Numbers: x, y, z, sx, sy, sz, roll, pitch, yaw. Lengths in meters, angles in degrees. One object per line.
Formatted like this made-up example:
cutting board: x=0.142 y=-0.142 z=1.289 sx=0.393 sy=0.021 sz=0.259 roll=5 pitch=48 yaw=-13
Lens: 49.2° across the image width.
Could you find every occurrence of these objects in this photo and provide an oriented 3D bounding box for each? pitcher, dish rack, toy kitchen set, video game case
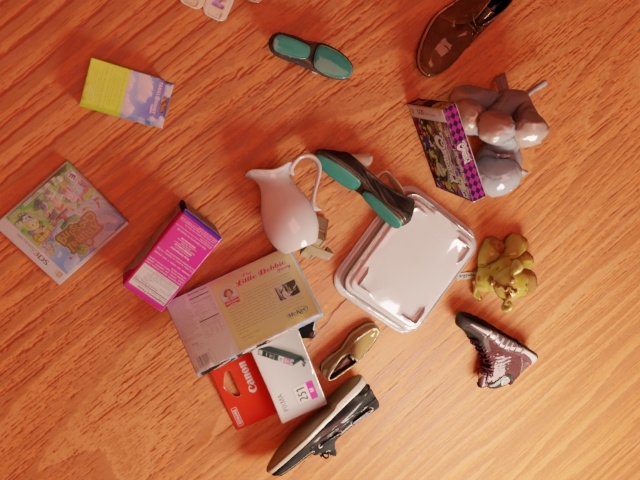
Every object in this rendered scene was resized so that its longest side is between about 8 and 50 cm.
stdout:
pitcher: x=-0.059 y=-0.088 z=1.617 sx=0.178 sy=0.125 sz=0.207 roll=-21 pitch=93 yaw=-2
dish rack: x=0.228 y=0.058 z=1.770 sx=0.286 sy=0.072 sz=0.332 roll=35 pitch=92 yaw=-19
toy kitchen set: x=0.000 y=0.000 z=1.714 sx=0.068 sy=0.075 sz=0.083 roll=22 pitch=137 yaw=-16
video game case: x=-0.572 y=-0.038 z=1.553 sx=0.212 sy=0.023 sz=0.193 roll=-42 pitch=110 yaw=-2
video game case: x=0.294 y=-0.217 z=1.644 sx=0.042 sy=0.210 sz=0.232 roll=-25 pitch=109 yaw=-7

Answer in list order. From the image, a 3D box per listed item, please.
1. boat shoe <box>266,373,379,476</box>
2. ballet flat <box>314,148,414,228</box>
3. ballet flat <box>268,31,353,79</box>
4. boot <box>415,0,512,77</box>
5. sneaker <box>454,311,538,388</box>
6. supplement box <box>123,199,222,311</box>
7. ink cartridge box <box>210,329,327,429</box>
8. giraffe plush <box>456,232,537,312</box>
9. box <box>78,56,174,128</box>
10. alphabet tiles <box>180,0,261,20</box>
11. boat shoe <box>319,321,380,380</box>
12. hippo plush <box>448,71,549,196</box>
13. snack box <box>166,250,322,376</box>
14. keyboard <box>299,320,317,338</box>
boat shoe: x=0.014 y=0.498 z=1.792 sx=0.340 sy=0.127 sz=0.113 roll=-44 pitch=99 yaw=-11
ballet flat: x=0.112 y=-0.144 z=1.673 sx=0.280 sy=0.095 sz=0.096 roll=40 pitch=69 yaw=-8
ballet flat: x=-0.024 y=-0.418 z=1.582 sx=0.203 sy=0.074 sz=0.074 roll=16 pitch=99 yaw=-19
boot: x=0.343 y=-0.511 z=1.635 sx=0.112 sy=0.115 sz=0.305 roll=39 pitch=92 yaw=-22
sneaker: x=0.444 y=0.314 z=1.874 sx=0.281 sy=0.106 sz=0.162 roll=30 pitch=97 yaw=-20
supplement box: x=-0.339 y=0.033 z=1.587 sx=0.114 sy=0.111 sz=0.220 roll=40 pitch=92 yaw=-21
ink cartridge box: x=-0.139 y=0.334 z=1.732 sx=0.239 sy=0.060 sz=0.275 roll=-23 pitch=112 yaw=-8
giraffe plush: x=0.480 y=0.091 z=1.791 sx=0.210 sy=0.170 sz=0.181 roll=-23 pitch=109 yaw=-9
box: x=-0.419 y=-0.318 z=1.514 sx=0.178 sy=0.042 sz=0.108 roll=14 pitch=100 yaw=-18
alphabet tiles: x=-0.231 y=-0.633 z=1.499 sx=0.284 sy=0.021 sz=0.277 roll=22 pitch=97 yaw=-19
boat shoe: x=0.085 y=0.291 z=1.786 sx=0.190 sy=0.072 sz=0.068 roll=-45 pitch=110 yaw=-1
hippo plush: x=0.408 y=-0.243 z=1.692 sx=0.235 sy=0.294 sz=0.236 roll=11 pitch=128 yaw=7
snack box: x=-0.178 y=0.164 z=1.645 sx=0.322 sy=0.060 sz=0.187 roll=-25 pitch=76 yaw=-8
keyboard: x=-0.094 y=0.192 z=1.741 sx=0.180 sy=0.023 sz=0.108 roll=2 pitch=109 yaw=-16
